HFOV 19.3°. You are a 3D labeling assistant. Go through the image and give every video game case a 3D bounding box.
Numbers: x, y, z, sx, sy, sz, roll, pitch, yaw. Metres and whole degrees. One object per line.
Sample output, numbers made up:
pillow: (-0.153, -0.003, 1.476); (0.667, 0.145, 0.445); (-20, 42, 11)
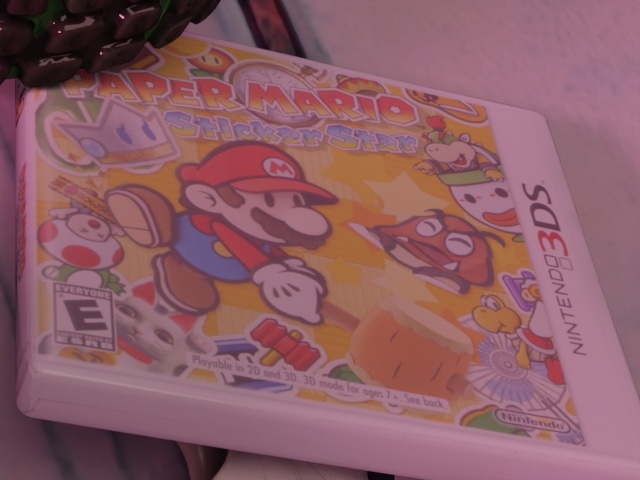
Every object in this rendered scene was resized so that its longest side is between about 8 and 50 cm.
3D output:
video game case: (0.000, 0.000, 0.695); (0.227, 0.026, 0.206); (11, 39, -18)

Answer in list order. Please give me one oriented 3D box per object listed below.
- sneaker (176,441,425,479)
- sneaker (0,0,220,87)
sneaker: (-0.015, 0.147, 0.633); (0.095, 0.090, 0.235); (12, 51, -23)
sneaker: (-0.181, -0.157, 0.661); (0.343, 0.134, 0.146); (10, 41, -13)
